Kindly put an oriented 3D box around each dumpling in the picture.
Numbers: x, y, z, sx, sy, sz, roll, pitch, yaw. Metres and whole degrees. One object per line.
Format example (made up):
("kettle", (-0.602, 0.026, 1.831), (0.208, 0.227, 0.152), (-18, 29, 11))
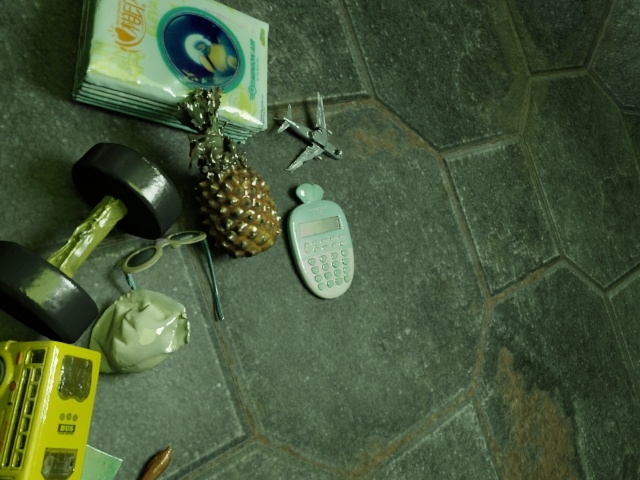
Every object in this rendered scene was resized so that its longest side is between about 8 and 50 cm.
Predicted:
("dumpling", (-0.346, 0.170, 1.023), (0.181, 0.111, 0.155), (-8, 78, -25))

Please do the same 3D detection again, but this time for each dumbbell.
("dumbbell", (-0.416, 0.000, 0.958), (0.204, 0.203, 0.322), (44, 57, -20))

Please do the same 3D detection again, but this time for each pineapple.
("pineapple", (-0.196, -0.135, 1.124), (0.175, 0.175, 0.361), (-37, 122, -36))

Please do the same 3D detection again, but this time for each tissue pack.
("tissue pack", (-0.305, -0.390, 1.165), (0.388, 0.162, 0.287), (10, 70, -34))

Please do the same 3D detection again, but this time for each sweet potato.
("sweet potato", (-0.314, 0.433, 1.033), (0.034, 0.034, 0.095), (49, 66, -16))

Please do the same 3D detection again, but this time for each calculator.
("calculator", (0.000, 0.000, 1.367), (0.184, 0.042, 0.295), (-13, 89, -38))

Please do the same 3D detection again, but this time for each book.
("book", (-0.435, 0.411, 0.958), (0.135, 0.017, 0.103), (37, 59, -23))

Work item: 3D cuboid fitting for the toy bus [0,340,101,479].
("toy bus", (-0.450, 0.328, 0.843), (0.144, 0.152, 0.330), (43, 44, -58))

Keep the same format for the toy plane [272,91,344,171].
("toy plane", (-0.019, -0.265, 1.408), (0.226, 0.058, 0.226), (26, 80, -29))

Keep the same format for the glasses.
("glasses", (-0.279, 0.093, 1.108), (0.189, 0.088, 0.221), (-31, 98, -38))
